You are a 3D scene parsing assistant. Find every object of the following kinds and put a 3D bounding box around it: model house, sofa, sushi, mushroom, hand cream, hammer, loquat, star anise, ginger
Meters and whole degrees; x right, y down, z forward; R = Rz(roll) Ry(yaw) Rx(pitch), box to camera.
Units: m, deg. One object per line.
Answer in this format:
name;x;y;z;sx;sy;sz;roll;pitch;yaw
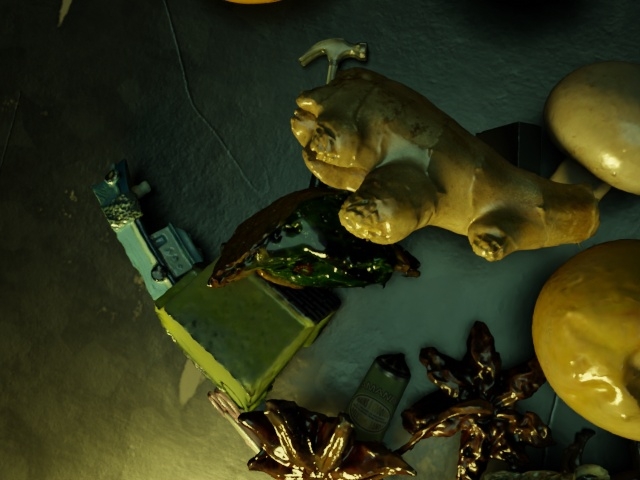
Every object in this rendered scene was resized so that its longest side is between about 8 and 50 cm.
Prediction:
model house;-0.100;0.102;0.819;0.194;0.170;0.211;38;66;14
sofa;0.266;-0.086;0.791;0.060;0.085;0.147;5;84;-31
sushi;0.000;0.000;0.741;0.149;0.287;0.140;-64;37;33
mushroom;0.372;-0.120;0.721;0.204;0.204;0.204;-1;85;11
hand cream;0.063;0.266;0.803;0.086;0.055;0.235;28;99;16
hammer;0.004;-0.187;0.862;0.103;0.029;0.247;10;89;11
loquat;0.371;0.112;0.662;0.243;0.244;0.244;-1;85;11
star anise;0.012;0.286;0.756;0.271;0.103;0.272;14;130;17
star anise;0.213;0.222;0.741;0.190;0.126;0.220;16;86;8
ginger;0.139;-0.082;0.666;0.375;0.236;0.166;25;120;23

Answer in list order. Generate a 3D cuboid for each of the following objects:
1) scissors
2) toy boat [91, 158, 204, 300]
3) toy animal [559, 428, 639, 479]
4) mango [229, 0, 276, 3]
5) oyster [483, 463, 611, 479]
scissors;-0.104;0.289;0.830;0.176;0.085;0.022;49;58;0
toy boat;-0.263;-0.022;0.865;0.098;0.109;0.238;-31;83;-14
toy animal;0.429;0.322;0.715;0.214;0.093;0.186;-21;78;16
mango;-0.081;-0.458;0.837;0.290;0.160;0.191;-21;90;12
oyster;0.238;0.361;0.690;0.267;0.198;0.112;-26;38;16
